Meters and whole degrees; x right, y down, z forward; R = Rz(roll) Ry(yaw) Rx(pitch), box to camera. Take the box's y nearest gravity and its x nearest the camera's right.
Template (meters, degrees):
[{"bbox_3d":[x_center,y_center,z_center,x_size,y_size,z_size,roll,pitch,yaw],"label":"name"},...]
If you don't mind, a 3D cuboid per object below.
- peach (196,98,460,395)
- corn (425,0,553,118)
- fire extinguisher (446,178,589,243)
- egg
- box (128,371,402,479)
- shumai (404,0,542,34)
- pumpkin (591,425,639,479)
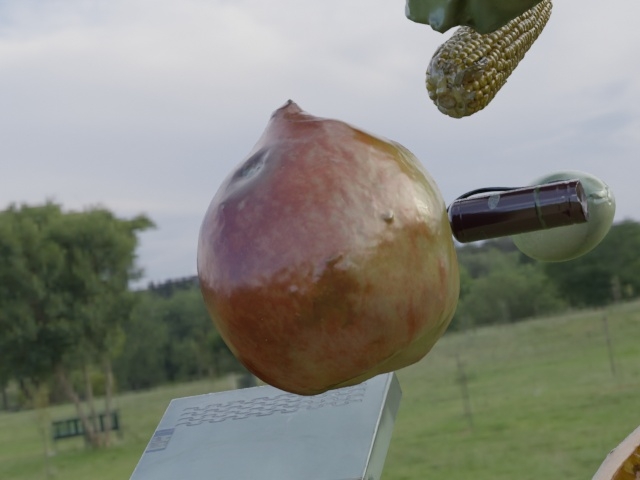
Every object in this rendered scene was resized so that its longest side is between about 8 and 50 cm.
[{"bbox_3d":[0.000,0.000,0.985,0.232,0.257,0.232,-23,-10,-4],"label":"peach"},{"bbox_3d":[0.230,-0.269,1.523,0.106,0.106,0.293,-13,29,43],"label":"corn"},{"bbox_3d":[0.176,-0.029,1.093,0.157,0.045,0.078,-11,33,22],"label":"fire extinguisher"},{"bbox_3d":[0.304,-0.032,1.433,0.114,0.114,0.152,-5,-15,-35],"label":"egg"},{"bbox_3d":[-0.058,0.216,1.164,0.270,0.045,0.211,-11,26,19],"label":"box"},{"bbox_3d":[0.205,-0.363,1.187,0.395,0.395,0.348,-5,-24,-32],"label":"shumai"},{"bbox_3d":[0.292,0.218,0.831,0.317,0.139,0.222,-36,-1,-35],"label":"pumpkin"}]
